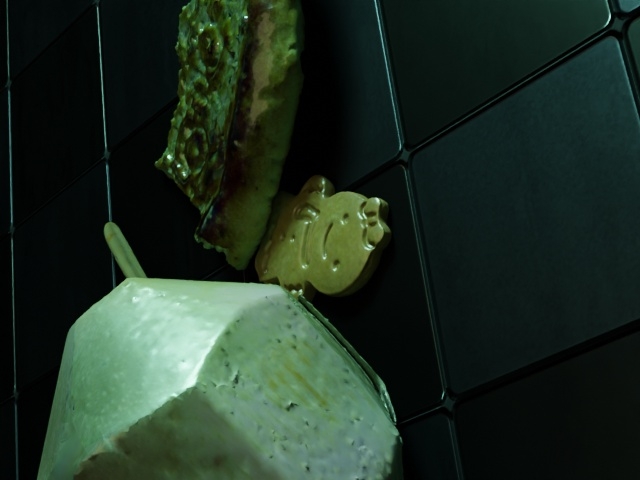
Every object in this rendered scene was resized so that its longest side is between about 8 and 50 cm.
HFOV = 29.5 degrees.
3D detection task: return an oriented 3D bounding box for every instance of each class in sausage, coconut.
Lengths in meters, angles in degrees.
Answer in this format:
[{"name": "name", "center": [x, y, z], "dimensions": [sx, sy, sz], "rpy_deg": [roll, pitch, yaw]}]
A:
[{"name": "sausage", "center": [-0.239, 0.020, 1.489], "dimensions": [0.024, 0.024, 0.132], "rpy_deg": [-58, 44, 20]}, {"name": "coconut", "center": [-0.099, 0.190, 1.066], "dimensions": [0.353, 0.353, 0.352], "rpy_deg": [-18, 66, 45]}]

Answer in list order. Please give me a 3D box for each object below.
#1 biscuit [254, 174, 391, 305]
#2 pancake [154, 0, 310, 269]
[{"name": "biscuit", "center": [-0.004, 0.004, 1.222], "dimensions": [0.184, 0.027, 0.133], "rpy_deg": [25, 97, 50]}, {"name": "pancake", "center": [-0.106, -0.198, 1.322], "dimensions": [0.305, 0.067, 0.426], "rpy_deg": [27, 110, 56]}]
